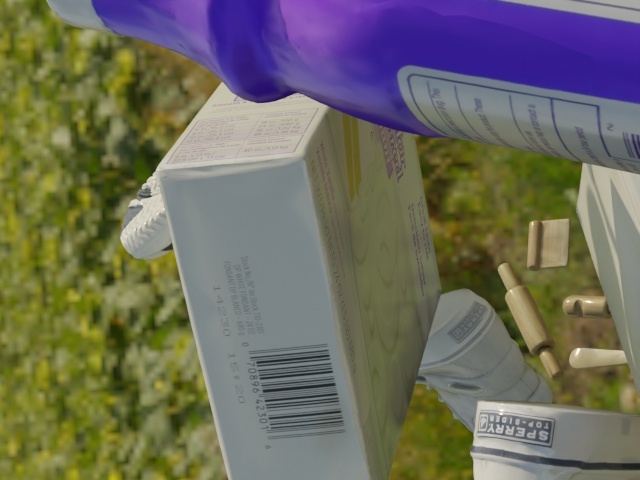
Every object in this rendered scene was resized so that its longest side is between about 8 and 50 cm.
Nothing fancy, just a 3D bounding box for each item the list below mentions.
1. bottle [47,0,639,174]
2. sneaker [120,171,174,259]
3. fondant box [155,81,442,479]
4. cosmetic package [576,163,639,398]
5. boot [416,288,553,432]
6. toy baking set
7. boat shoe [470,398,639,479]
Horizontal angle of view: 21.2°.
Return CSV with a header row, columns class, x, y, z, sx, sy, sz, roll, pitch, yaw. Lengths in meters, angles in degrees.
class,x,y,z,sx,sy,sz,roll,pitch,yaw
bottle,0.052,-0.074,0.508,0.118,0.283,0.092,13,-90,-68
sneaker,-0.031,-0.025,1.356,0.153,0.235,0.094,56,164,-24
fondant box,0.000,0.000,1.144,0.330,0.096,0.238,-67,-32,-65
cosmetic package,0.310,0.072,1.225,0.217,0.156,0.385,80,177,-65
boot,0.096,0.114,1.462,0.123,0.095,0.258,49,162,-13
toy baking set,0.304,0.061,1.907,0.197,0.030,0.256,-33,54,22
boat shoe,0.152,0.127,0.837,0.095,0.258,0.084,2,83,43
